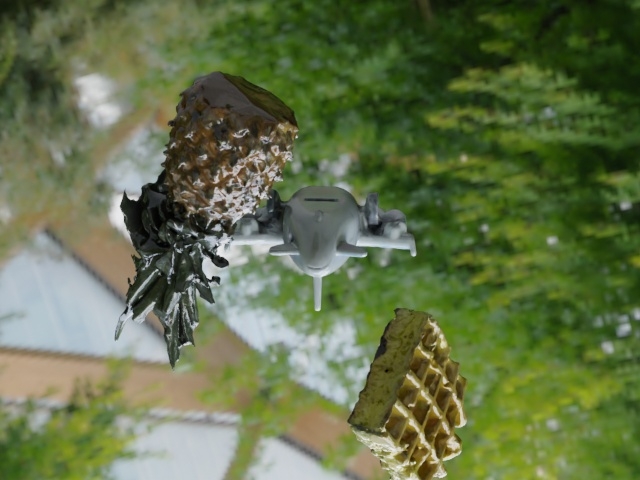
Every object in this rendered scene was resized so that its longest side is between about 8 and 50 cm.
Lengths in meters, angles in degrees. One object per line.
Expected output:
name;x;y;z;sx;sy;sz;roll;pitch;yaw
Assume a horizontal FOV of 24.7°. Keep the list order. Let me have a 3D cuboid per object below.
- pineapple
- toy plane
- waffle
pineapple;-0.161;-0.024;1.770;0.165;0.365;0.165;23;-154;-12
toy plane;0.000;-0.006;2.015;0.266;0.123;0.267;1;-161;0
waffle;0.113;0.200;1.686;0.055;0.211;0.160;9;-121;30
